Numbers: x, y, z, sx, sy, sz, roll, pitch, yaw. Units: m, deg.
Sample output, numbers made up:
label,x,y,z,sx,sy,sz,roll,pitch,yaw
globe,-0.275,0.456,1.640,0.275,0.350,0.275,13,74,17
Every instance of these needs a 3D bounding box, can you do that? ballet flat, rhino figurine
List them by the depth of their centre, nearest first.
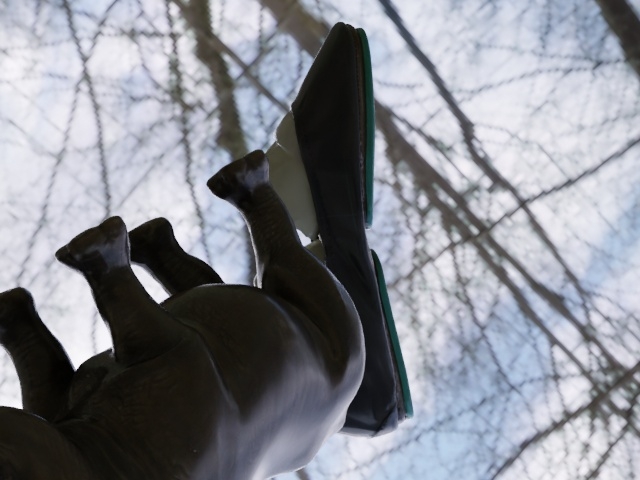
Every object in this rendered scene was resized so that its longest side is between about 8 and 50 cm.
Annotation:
label,x,y,z,sx,sy,sz,roll,pitch,yaw
rhino figurine,-0.058,0.051,0.440,0.073,0.106,0.243,-34,180,30
ballet flat,0.000,0.000,0.671,0.074,0.203,0.074,-7,-169,1
